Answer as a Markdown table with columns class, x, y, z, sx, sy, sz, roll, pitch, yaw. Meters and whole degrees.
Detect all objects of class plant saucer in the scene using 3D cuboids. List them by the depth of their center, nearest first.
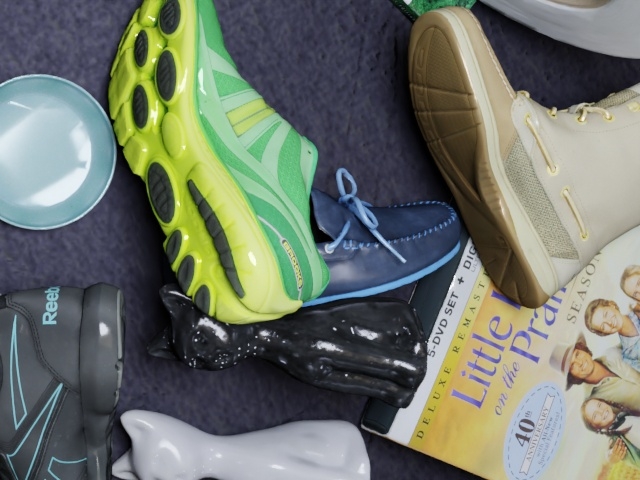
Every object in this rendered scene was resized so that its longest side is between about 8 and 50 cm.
| class | x | y | z | sx | sy | sz | roll | pitch | yaw |
| --- | --- | --- | --- | --- | --- | --- | --- | --- | --- |
| plant saucer | -0.219 | -0.068 | 1.040 | 0.119 | 0.021 | 0.119 | -2 | 95 | -24 |

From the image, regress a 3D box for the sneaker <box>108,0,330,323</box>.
| class | x | y | z | sx | sy | sz | roll | pitch | yaw |
| --- | --- | --- | --- | --- | --- | --- | --- | --- | --- |
| sneaker | -0.076 | -0.070 | 1.026 | 0.123 | 0.109 | 0.295 | 4 | 61 | -46 |

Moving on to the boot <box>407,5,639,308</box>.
| class | x | y | z | sx | sy | sz | roll | pitch | yaw |
| --- | --- | --- | --- | --- | --- | --- | --- | --- | --- |
| boot | 0.197 | -0.101 | 1.115 | 0.203 | 0.095 | 0.262 | -30 | 106 | -20 |

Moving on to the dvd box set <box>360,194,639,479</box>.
| class | x | y | z | sx | sy | sz | roll | pitch | yaw |
| --- | --- | --- | --- | --- | --- | --- | --- | --- | --- |
| dvd box set | 0.274 | 0.108 | 1.249 | 0.420 | 0.062 | 0.307 | 26 | 83 | -23 |

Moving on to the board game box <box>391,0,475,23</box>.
| class | x | y | z | sx | sy | sz | roll | pitch | yaw |
| --- | --- | --- | --- | --- | --- | --- | --- | --- | --- |
| board game box | 0.133 | -0.313 | 1.168 | 0.136 | 0.030 | 0.259 | 41 | 79 | -24 |

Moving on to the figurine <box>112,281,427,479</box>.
| class | x | y | z | sx | sy | sz | roll | pitch | yaw |
| --- | --- | --- | --- | --- | --- | --- | --- | --- | --- |
| figurine | -0.051 | 0.129 | 1.070 | 0.209 | 0.092 | 0.215 | 10 | 122 | -18 |

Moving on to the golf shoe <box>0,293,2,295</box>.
| class | x | y | z | sx | sy | sz | roll | pitch | yaw |
| --- | --- | --- | --- | --- | --- | --- | --- | --- | --- |
| golf shoe | -0.260 | 0.071 | 1.014 | 0.176 | 0.069 | 0.086 | 25 | 91 | -23 |

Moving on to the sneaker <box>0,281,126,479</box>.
| class | x | y | z | sx | sy | sz | roll | pitch | yaw |
| --- | --- | --- | --- | --- | --- | --- | --- | --- | --- |
| sneaker | -0.204 | 0.145 | 1.009 | 0.106 | 0.101 | 0.267 | 3 | 117 | -9 |

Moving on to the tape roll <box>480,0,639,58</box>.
| class | x | y | z | sx | sy | sz | roll | pitch | yaw |
| --- | --- | --- | --- | --- | --- | --- | --- | --- | --- |
| tape roll | 0.180 | -0.257 | 1.023 | 0.286 | 0.286 | 0.100 | 35 | 81 | -22 |

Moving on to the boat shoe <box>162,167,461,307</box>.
| class | x | y | z | sx | sy | sz | roll | pitch | yaw |
| --- | --- | --- | --- | --- | --- | --- | --- | --- | --- |
| boat shoe | 0.000 | 0.000 | 1.094 | 0.258 | 0.109 | 0.089 | -16 | 112 | -24 |
